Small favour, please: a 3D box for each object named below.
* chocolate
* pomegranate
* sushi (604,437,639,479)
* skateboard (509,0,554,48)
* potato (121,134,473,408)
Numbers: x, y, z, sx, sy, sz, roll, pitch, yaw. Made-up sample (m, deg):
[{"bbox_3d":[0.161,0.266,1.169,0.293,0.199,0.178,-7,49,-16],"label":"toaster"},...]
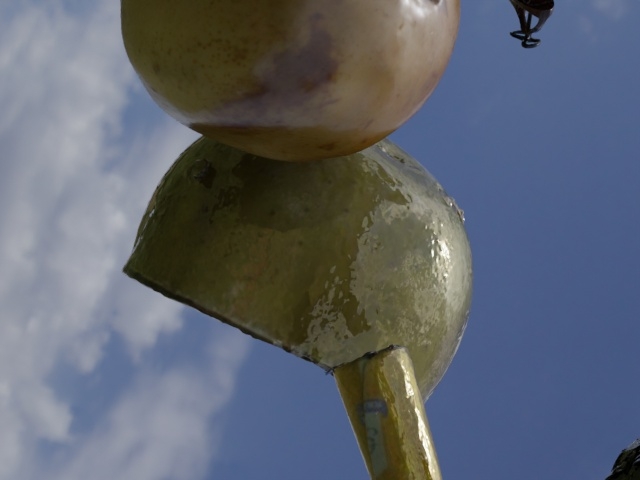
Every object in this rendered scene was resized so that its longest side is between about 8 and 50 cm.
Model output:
[{"bbox_3d":[0.080,0.211,1.528,0.085,0.085,0.219,-25,-97,56],"label":"chocolate"},{"bbox_3d":[-0.045,-0.287,1.802,0.416,0.416,0.417,-44,-145,42],"label":"pomegranate"},{"bbox_3d":[0.365,0.266,1.436,0.127,0.225,0.124,-25,-164,51],"label":"sushi"},{"bbox_3d":[0.249,-0.302,2.018,0.151,0.067,0.080,-120,-150,-54],"label":"skateboard"},{"bbox_3d":[0.000,0.000,2.083,0.319,0.442,0.385,-62,-173,-1],"label":"potato"}]
